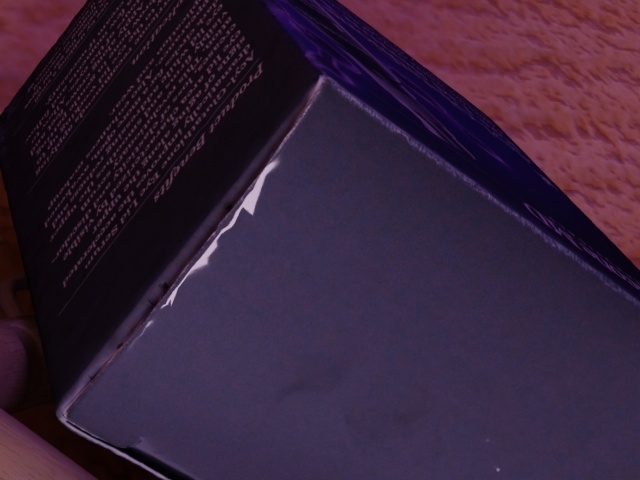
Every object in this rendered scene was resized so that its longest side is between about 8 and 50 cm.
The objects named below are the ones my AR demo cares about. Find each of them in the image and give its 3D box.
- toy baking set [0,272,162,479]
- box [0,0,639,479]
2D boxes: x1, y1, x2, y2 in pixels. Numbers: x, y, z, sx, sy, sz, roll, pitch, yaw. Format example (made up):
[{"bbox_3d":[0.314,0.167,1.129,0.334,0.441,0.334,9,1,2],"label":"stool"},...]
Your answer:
[{"bbox_3d":[-0.091,0.022,0.475,0.256,0.030,0.197,43,10,-26],"label":"toy baking set"},{"bbox_3d":[0.000,0.000,0.524,0.153,0.108,0.207,33,11,-27],"label":"box"}]
